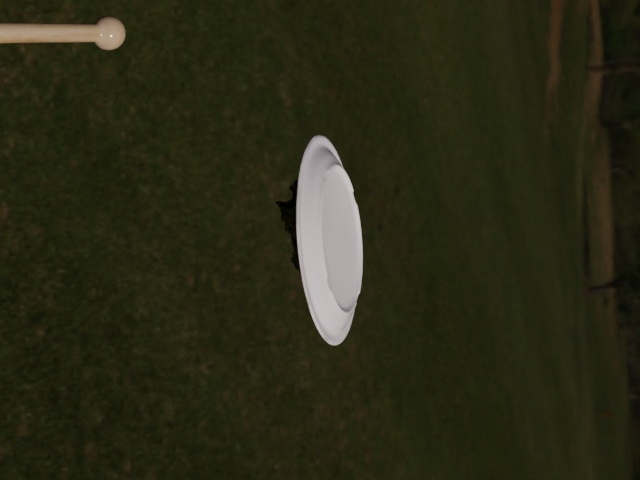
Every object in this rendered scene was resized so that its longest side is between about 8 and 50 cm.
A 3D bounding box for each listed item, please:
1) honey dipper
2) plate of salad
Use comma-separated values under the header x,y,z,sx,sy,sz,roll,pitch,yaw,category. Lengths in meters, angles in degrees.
x,y,z,sx,sy,sz,roll,pitch,yaw,category
-0.159,-0.099,0.478,0.161,0.030,0.030,-15,100,-48,honey dipper
0.000,0.000,0.956,0.200,0.048,0.200,-4,90,-73,plate of salad
